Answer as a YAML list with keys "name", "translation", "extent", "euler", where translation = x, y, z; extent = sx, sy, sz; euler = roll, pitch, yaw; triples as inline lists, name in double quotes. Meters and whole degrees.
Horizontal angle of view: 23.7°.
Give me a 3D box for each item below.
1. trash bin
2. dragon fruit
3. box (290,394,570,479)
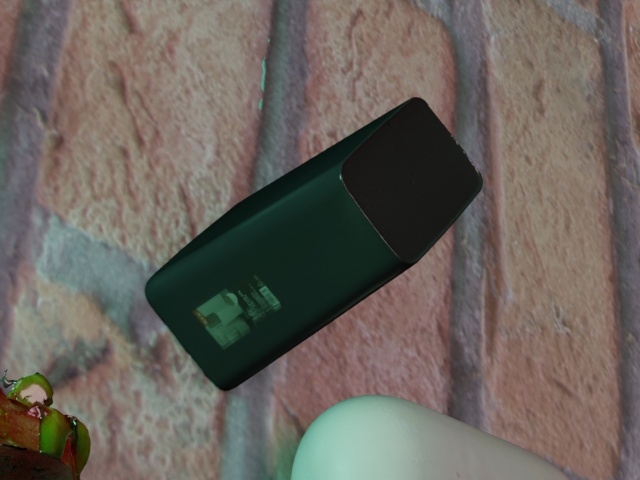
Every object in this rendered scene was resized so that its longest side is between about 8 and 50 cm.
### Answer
- name: "trash bin"
  translation: [0.000, 0.000, 1.206]
  extent: [0.115, 0.225, 0.165]
  euler: [53, 41, -6]
- name: "dragon fruit"
  translation: [-0.220, 0.145, 0.999]
  extent: [0.175, 0.138, 0.142]
  euler: [-101, -176, -65]
- name: "box"
  translation: [0.099, 0.303, 1.177]
  extent: [0.288, 0.141, 0.349]
  euler: [26, 50, -32]
